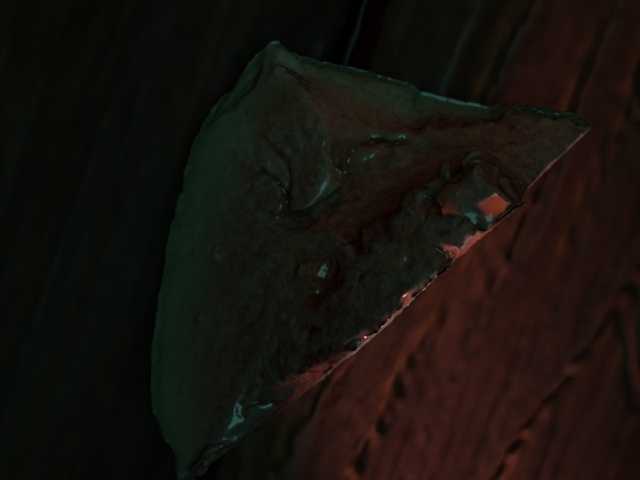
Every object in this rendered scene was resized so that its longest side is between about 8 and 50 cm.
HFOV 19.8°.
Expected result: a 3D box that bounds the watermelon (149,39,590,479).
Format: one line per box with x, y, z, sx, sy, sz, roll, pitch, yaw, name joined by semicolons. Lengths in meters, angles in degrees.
-0.003;0.002;0.566;0.101;0.080;0.155;37;106;-5;watermelon
